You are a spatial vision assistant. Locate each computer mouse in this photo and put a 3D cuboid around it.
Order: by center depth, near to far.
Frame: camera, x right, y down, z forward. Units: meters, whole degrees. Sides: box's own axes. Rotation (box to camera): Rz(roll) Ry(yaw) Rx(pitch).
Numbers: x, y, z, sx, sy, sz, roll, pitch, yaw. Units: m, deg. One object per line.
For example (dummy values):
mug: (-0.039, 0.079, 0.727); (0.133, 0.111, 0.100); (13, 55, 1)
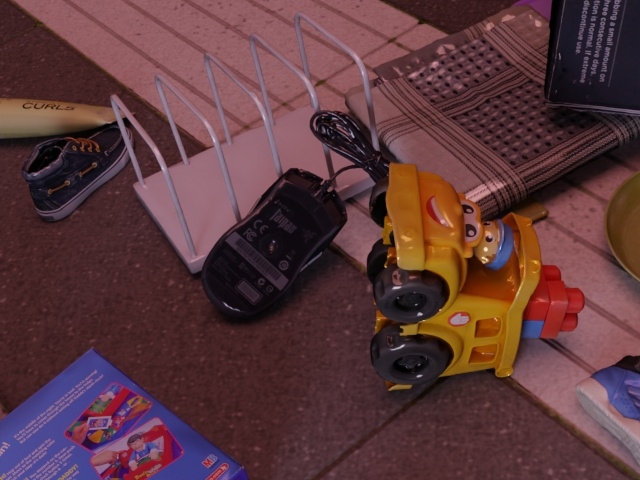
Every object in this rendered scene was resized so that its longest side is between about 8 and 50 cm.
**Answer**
computer mouse: (0.000, 0.000, 1.148); (0.184, 0.060, 0.262); (37, 84, -1)

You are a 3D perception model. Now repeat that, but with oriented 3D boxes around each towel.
towel: (0.219, -0.032, 1.182); (0.083, 0.009, 0.060); (-25, 46, -13)
towel: (0.219, -0.178, 1.274); (0.312, 0.056, 0.324); (-28, 44, -10)

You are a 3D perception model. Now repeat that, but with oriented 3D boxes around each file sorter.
file sorter: (-0.090, -0.131, 1.226); (0.278, 0.173, 0.193); (-27, 42, -15)

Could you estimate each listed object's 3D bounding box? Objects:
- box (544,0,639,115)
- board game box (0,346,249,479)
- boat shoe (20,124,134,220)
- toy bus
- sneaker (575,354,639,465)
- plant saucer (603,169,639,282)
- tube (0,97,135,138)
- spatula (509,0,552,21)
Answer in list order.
box: (0.535, -0.376, 1.213); (0.472, 0.297, 0.479); (8, 42, 9)
board game box: (-0.263, 0.280, 0.913); (0.233, 0.078, 0.347); (30, 57, 35)
boat shoe: (-0.314, -0.112, 1.324); (0.065, 0.083, 0.183); (15, 50, 25)
toy bus: (0.151, 0.038, 0.984); (0.212, 0.220, 0.149); (0, 48, 3)
sneaker: (0.313, 0.163, 0.926); (0.085, 0.058, 0.152); (-32, 40, -8)
plant saucer: (0.429, -0.003, 1.088); (0.241, 0.037, 0.241); (-6, 43, 6)
tube: (-0.389, -0.174, 1.422); (0.240, 0.062, 0.070); (2, 57, 12)
spatula: (0.341, -0.245, 1.360); (0.084, 0.030, 0.296); (-18, 44, -5)
